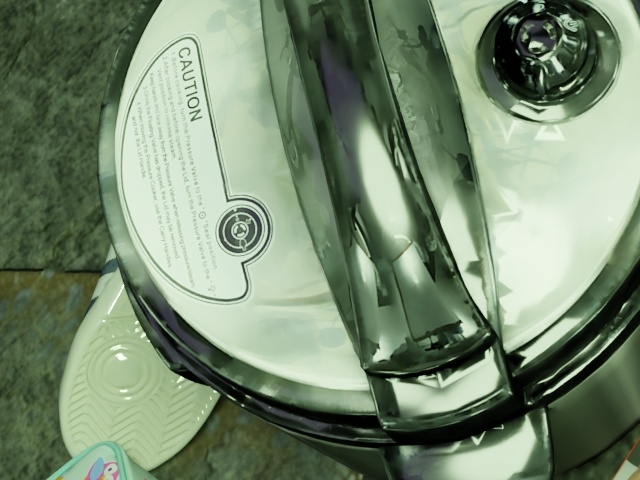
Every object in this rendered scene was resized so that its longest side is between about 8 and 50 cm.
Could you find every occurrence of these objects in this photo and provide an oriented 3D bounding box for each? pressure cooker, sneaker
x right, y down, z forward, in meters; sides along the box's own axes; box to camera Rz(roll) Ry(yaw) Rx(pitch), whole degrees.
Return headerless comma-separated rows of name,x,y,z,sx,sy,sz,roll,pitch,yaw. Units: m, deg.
pressure cooker,0.061,-0.041,1.047,0.370,0.420,0.375,32,85,20
sneaker,-0.124,0.023,1.370,0.148,0.131,0.350,-126,57,-73

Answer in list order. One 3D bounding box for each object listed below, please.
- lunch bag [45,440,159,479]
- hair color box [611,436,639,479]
lunch bag,-0.212,0.296,1.277,0.279,0.108,0.224,-37,31,10
hair color box,0.244,0.166,1.119,0.072,0.043,0.141,31,89,35
